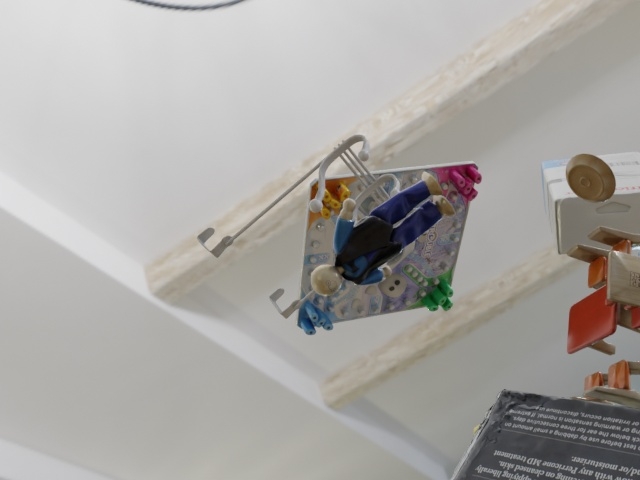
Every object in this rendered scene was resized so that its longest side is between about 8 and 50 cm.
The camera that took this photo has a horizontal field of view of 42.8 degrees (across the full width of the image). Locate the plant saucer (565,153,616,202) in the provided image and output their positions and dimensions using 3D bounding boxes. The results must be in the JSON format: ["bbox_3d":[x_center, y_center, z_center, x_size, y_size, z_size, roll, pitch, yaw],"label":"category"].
[{"bbox_3d":[0.402,-0.090,1.229,0.015,0.083,0.083,-35,-31,-32],"label":"plant saucer"}]

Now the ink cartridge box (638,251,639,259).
[{"bbox_3d":[0.435,0.036,1.014,0.048,0.028,0.083,-26,-45,28],"label":"ink cartridge box"}]

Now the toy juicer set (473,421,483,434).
[{"bbox_3d":[0.458,0.459,1.837,0.089,0.209,0.329,-30,-9,22],"label":"toy juicer set"}]

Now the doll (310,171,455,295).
[{"bbox_3d":[0.064,-0.004,0.962,0.189,0.046,0.129,-39,-53,-2],"label":"doll"}]

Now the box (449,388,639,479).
[{"bbox_3d":[0.338,0.527,1.015,0.480,0.297,0.472,51,-119,-24],"label":"box"}]

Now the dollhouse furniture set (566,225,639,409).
[{"bbox_3d":[0.420,0.100,1.185,0.135,0.262,0.259,13,-23,-6],"label":"dollhouse furniture set"}]

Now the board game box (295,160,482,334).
[{"bbox_3d":[0.149,0.024,1.786,0.390,0.050,0.390,-8,-54,-20],"label":"board game box"}]

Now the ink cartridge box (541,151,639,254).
[{"bbox_3d":[0.610,-0.086,1.776,0.223,0.307,0.129,-4,-70,11],"label":"ink cartridge box"}]

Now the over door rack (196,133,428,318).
[{"bbox_3d":[0.000,0.000,1.364,0.324,0.108,0.239,-33,-46,11],"label":"over door rack"}]
